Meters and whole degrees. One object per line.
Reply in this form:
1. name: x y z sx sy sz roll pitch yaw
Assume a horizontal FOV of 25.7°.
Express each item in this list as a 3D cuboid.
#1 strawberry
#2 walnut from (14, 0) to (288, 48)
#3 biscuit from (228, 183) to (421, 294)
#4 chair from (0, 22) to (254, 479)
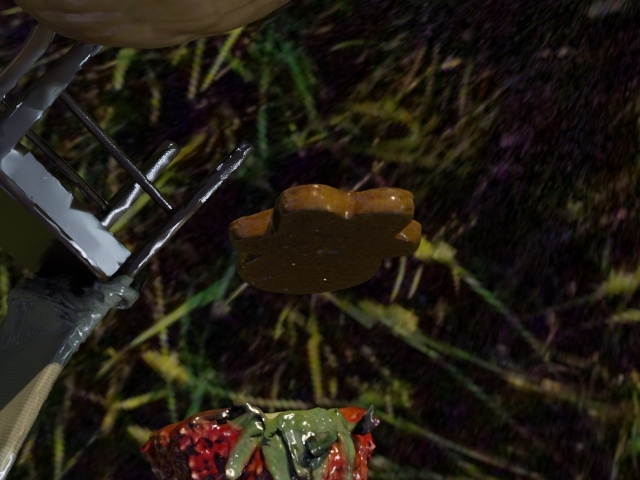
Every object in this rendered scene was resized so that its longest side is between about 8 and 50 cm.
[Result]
1. strawberry: -0.041 0.150 0.904 0.192 0.140 0.085 -12 77 18
2. walnut: -0.088 -0.268 0.880 0.313 0.252 0.277 -28 84 11
3. biscuit: 0.000 0.000 1.295 0.180 0.236 0.039 2 68 -16
4. chair: -0.216 0.003 0.999 0.186 0.319 0.160 47 158 -26
